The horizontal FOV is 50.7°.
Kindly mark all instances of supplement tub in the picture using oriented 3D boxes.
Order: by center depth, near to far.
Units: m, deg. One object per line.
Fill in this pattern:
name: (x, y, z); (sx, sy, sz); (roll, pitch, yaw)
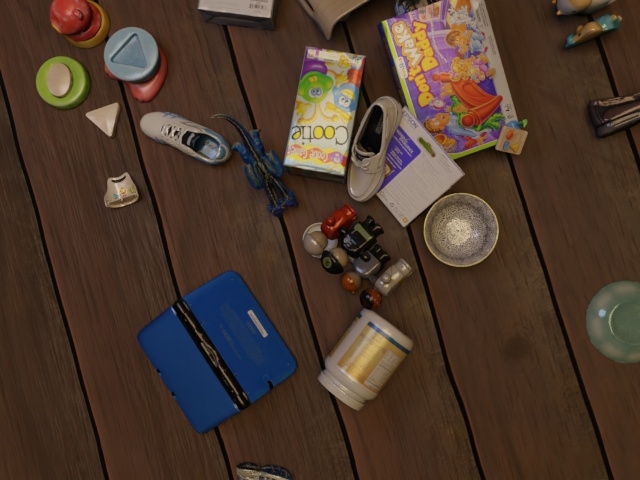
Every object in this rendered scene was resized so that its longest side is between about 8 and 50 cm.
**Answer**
supplement tub: (0.101, 0.269, 1.536); (0.144, 0.144, 0.200); (37, 89, 4)

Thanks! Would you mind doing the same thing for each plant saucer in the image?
plant saucer: (0.719, 0.190, 1.567); (0.195, 0.037, 0.195); (0, 87, 2)

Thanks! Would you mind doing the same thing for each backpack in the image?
backpack: (0.231, -0.539, 1.609); (0.105, 0.084, 0.114); (-26, 92, 2)

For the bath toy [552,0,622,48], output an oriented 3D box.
bath toy: (0.584, -0.636, 1.585); (0.129, 0.151, 0.348); (-20, 84, 37)

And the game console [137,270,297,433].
game console: (-0.247, 0.264, 1.612); (0.250, 0.173, 0.293); (-32, 86, -31)

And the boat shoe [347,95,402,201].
boat shoe: (0.104, -0.201, 1.523); (0.095, 0.084, 0.258); (26, 119, 25)

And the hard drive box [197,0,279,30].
hard drive box: (-0.184, -0.643, 1.632); (0.181, 0.089, 0.232); (9, 87, 3)

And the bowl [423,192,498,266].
bowl: (0.322, -0.022, 1.576); (0.170, 0.080, 0.170); (0, 87, 3)

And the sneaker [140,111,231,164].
sneaker: (-0.325, -0.252, 1.618); (0.237, 0.086, 0.085); (22, 89, 5)

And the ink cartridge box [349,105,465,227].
ink cartridge box: (0.201, -0.169, 1.553); (0.206, 0.045, 0.208); (51, 128, 6)

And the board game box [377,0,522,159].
board game box: (0.297, -0.368, 1.555); (0.233, 0.078, 0.347); (-20, 102, 1)

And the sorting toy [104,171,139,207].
sorting toy: (-0.483, -0.125, 1.640); (0.083, 0.045, 0.075); (-18, 79, 2)

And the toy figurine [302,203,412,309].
toy figurine: (0.079, 0.042, 1.508); (0.148, 0.213, 0.209); (-41, 116, -6)

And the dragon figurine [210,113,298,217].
dragon figurine: (-0.138, -0.175, 1.547); (0.085, 0.289, 0.144); (-31, 48, -2)

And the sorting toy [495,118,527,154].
sorting toy: (0.440, -0.240, 1.539); (0.062, 0.012, 0.083); (11, 111, -11)

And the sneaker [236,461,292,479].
sneaker: (-0.132, 0.560, 1.582); (0.135, 0.052, 0.058); (6, 97, 10)

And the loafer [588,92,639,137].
loafer: (0.773, -0.339, 1.566); (0.302, 0.109, 0.095); (-23, 82, 4)

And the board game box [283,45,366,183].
board game box: (0.013, -0.286, 1.575); (0.142, 0.144, 0.275); (11, 88, 3)

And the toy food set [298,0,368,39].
toy food set: (0.090, -0.643, 1.625); (0.306, 0.092, 0.220); (-32, 70, -1)

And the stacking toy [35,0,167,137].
stacking toy: (-0.548, -0.426, 1.615); (0.309, 0.130, 0.279); (31, 88, 4)

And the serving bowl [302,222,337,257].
serving bowl: (0.000, 0.000, 1.615); (0.083, 0.027, 0.083); (0, 86, 3)
